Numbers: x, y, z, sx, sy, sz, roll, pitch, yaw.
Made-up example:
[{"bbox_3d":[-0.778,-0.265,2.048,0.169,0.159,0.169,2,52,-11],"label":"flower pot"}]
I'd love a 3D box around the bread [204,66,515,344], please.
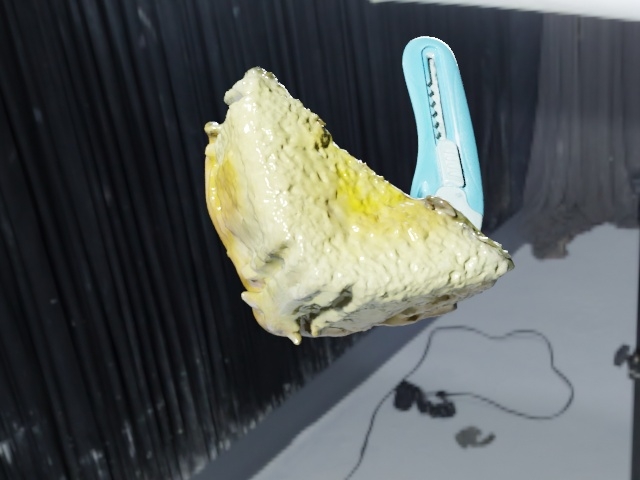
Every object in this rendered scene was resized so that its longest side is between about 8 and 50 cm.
[{"bbox_3d":[0.001,0.009,0.719,0.133,0.252,0.174,-58,9,-26],"label":"bread"}]

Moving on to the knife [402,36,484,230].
[{"bbox_3d":[0.103,-0.087,0.838,0.064,0.031,0.222,-2,63,-3],"label":"knife"}]
